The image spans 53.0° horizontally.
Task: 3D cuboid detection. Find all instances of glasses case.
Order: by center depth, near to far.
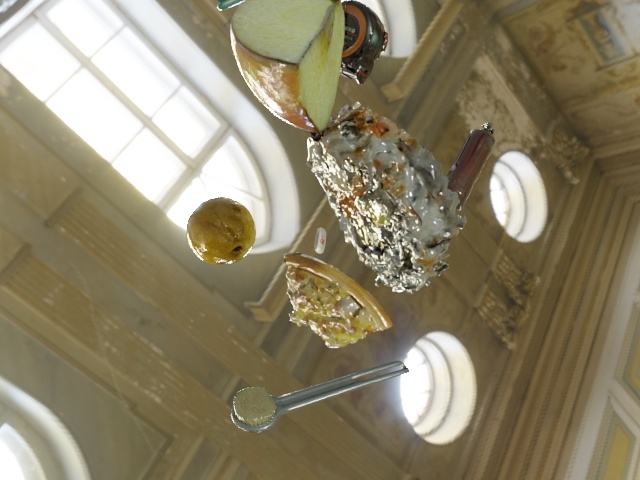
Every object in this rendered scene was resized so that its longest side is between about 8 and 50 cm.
[{"bbox_3d":[0.000,0.000,1.946,0.021,0.032,0.083,-19,-128,39],"label":"glasses case"}]

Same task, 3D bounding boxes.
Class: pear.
[{"bbox_3d":[-0.292,-0.024,1.928,0.209,0.209,0.208,-35,-155,20],"label":"pear"}]

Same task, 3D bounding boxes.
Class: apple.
[{"bbox_3d":[-0.043,-0.322,1.120,0.179,0.254,0.346,-38,-158,37],"label":"apple"}]

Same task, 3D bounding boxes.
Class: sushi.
[{"bbox_3d":[0.126,-0.089,1.289,0.176,0.417,0.417,-31,-158,-11],"label":"sushi"}]

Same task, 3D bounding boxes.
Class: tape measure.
[{"bbox_3d":[0.087,-0.588,1.890,0.202,0.135,0.222,26,-81,30],"label":"tape measure"}]

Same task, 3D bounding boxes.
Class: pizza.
[{"bbox_3d":[0.014,0.174,1.642,0.089,0.324,0.223,-41,164,-54],"label":"pizza"}]

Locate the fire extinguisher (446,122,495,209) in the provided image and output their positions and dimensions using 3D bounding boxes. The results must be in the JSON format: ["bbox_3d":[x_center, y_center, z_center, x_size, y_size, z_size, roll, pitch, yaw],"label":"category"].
[{"bbox_3d":[0.376,-0.200,1.624,0.267,0.072,0.089,-60,-179,-17],"label":"fire extinguisher"}]

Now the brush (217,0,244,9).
[{"bbox_3d":[-0.122,-0.514,1.284,0.194,0.032,0.043,-26,176,-2],"label":"brush"}]

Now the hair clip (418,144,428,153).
[{"bbox_3d":[0.230,-0.162,1.972,0.358,0.110,0.095,-46,161,-28],"label":"hair clip"}]

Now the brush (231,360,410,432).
[{"bbox_3d":[0.008,0.197,0.861,0.266,0.027,0.062,-11,-142,-26],"label":"brush"}]
